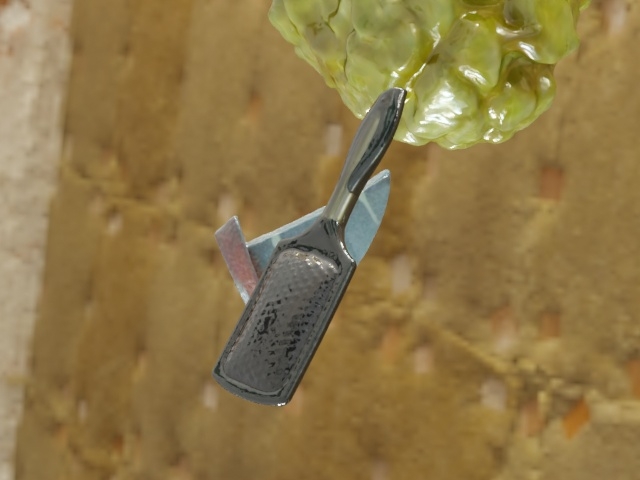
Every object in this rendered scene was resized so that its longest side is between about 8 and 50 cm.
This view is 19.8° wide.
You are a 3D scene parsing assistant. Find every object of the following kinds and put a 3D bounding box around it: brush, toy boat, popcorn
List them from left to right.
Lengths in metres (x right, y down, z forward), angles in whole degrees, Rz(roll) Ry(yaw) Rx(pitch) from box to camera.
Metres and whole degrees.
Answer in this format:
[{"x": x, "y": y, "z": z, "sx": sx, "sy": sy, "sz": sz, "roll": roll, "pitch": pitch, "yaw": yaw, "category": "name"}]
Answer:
[{"x": 0.000, "y": 0.000, "z": 1.006, "sx": 0.063, "sy": 0.016, "sz": 0.193, "roll": 17, "pitch": -105, "yaw": 42, "category": "brush"}, {"x": 0.000, "y": 0.004, "z": 1.191, "sx": 0.034, "sy": 0.122, "sz": 0.096, "roll": -117, "pitch": -177, "yaw": -57, "category": "toy boat"}, {"x": 0.078, "y": -0.201, "z": 1.313, "sx": 0.224, "sy": 0.257, "sz": 0.270, "roll": 123, "pitch": -14, "yaw": -53, "category": "popcorn"}]
